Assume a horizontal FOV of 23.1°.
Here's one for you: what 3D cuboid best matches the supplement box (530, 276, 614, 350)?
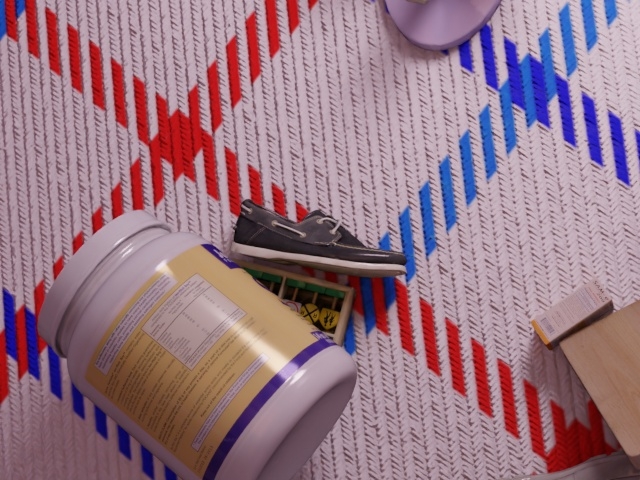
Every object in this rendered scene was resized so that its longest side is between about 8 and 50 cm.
[{"bbox_3d":[0.308,0.090,1.915,0.098,0.062,0.036,-35,74,4],"label":"supplement box"}]

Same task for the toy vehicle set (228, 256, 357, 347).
[{"bbox_3d":[-0.102,0.111,2.012,0.266,0.035,0.166,13,83,14],"label":"toy vehicle set"}]

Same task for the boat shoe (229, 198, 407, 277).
[{"bbox_3d":[0.000,0.000,1.986,0.233,0.084,0.079,11,83,17],"label":"boat shoe"}]

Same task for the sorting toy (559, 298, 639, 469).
[{"bbox_3d":[0.439,0.152,1.797,0.255,0.257,0.089,-27,118,3],"label":"sorting toy"}]

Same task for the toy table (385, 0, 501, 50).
[{"bbox_3d":[0.161,-0.395,1.983,0.252,0.161,0.274,1,79,12],"label":"toy table"}]

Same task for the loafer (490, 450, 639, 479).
[{"bbox_3d":[0.314,0.320,1.846,0.319,0.112,0.111,-17,65,18],"label":"loafer"}]

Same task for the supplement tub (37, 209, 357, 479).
[{"bbox_3d":[-0.149,0.141,1.873,0.331,0.241,0.241,38,90,15],"label":"supplement tub"}]
